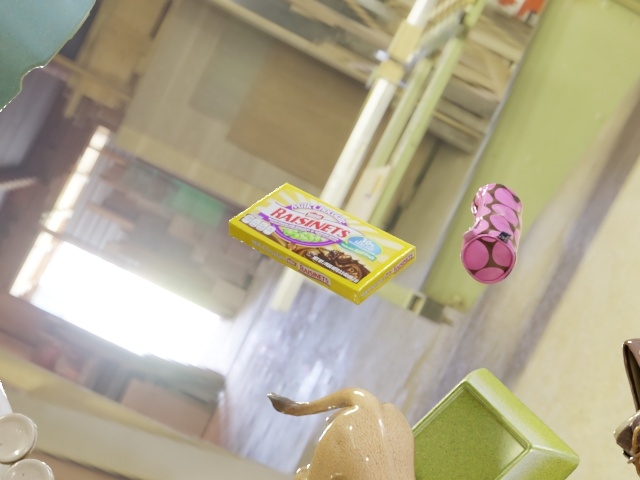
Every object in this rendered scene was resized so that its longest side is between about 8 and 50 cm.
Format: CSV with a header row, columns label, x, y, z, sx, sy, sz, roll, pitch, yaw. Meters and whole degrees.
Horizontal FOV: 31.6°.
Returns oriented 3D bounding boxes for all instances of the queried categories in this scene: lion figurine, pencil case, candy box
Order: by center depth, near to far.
label,x,y,z,sx,sy,sz,roll,pitch,yaw
lion figurine,0.065,0.264,0.998,0.142,0.392,0.240,-18,-23,-28
candy box,0.000,0.000,1.328,0.105,0.206,0.027,-34,-42,-36
pencil case,0.275,-0.019,1.814,0.095,0.098,0.209,-45,9,26

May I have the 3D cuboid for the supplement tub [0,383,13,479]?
label,x,y,z,sx,sy,sz,roll,pitch,yaw
supplement tub,-0.433,0.165,1.178,0.191,0.191,0.272,-63,29,5

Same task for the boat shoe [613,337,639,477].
label,x,y,z,sx,sy,sz,roll,pitch,yaw
boat shoe,0.426,0.257,1.412,0.123,0.123,0.342,95,-176,-49

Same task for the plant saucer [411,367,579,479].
label,x,y,z,sx,sy,sz,roll,pitch,yaw
plant saucer,0.163,0.248,1.280,0.188,0.045,0.188,-44,42,-2

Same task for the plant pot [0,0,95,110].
label,x,y,z,sx,sy,sz,roll,pitch,yaw
plant pot,-0.477,-0.324,1.364,0.341,0.334,0.341,-37,24,20

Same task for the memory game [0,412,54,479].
label,x,y,z,sx,sy,sz,roll,pitch,yaw
memory game,-0.271,0.185,0.775,0.012,0.186,0.186,70,-141,-60
